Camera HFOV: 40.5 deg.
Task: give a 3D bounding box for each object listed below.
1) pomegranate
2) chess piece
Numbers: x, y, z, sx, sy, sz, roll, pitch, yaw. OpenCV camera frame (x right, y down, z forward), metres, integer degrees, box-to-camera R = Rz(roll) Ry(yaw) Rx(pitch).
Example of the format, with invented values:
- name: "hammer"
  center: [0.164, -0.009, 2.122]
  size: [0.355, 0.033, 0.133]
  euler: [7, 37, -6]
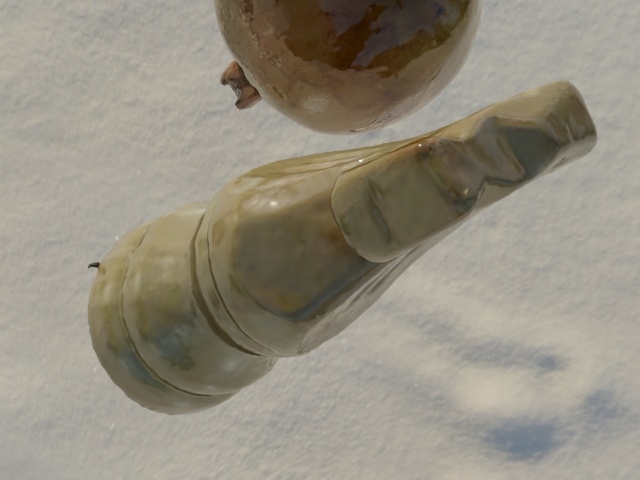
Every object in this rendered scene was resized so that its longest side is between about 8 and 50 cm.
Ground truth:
- name: "pomegranate"
  center: [0.009, -0.214, 0.800]
  size: [0.252, 0.270, 0.229]
  euler: [54, 28, -13]
- name: "chess piece"
  center: [0.000, 0.000, 0.473]
  size: [0.137, 0.301, 0.137]
  euler: [23, 55, -36]
